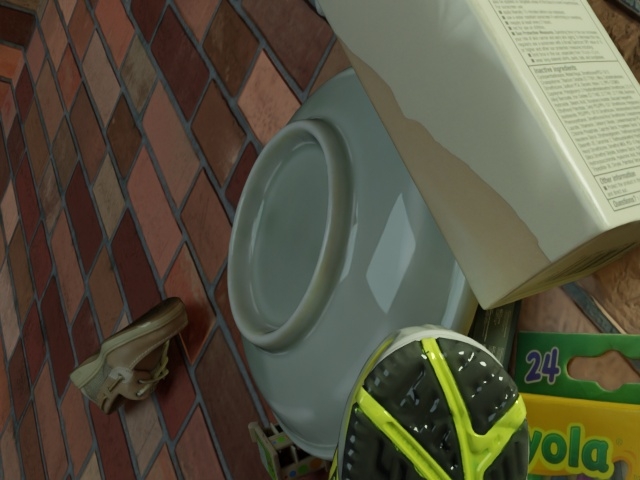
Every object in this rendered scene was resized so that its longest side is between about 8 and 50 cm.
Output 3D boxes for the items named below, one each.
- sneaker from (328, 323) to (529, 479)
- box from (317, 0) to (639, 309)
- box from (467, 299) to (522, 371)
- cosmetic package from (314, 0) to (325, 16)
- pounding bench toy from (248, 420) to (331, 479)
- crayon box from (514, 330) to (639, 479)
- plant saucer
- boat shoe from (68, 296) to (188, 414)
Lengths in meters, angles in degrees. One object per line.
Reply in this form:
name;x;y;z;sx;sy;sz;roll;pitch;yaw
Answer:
sneaker;0.061;0.243;0.647;0.147;0.145;0.384;-70;-8;-82
box;0.125;-0.122;0.688;0.121;0.148;0.311;-42;67;44
box;0.101;0.055;0.846;0.175;0.051;0.220;8;86;59
cosmetic package;0.166;-0.392;0.795;0.453;0.162;0.230;-40;48;44
pounding bench toy;-0.032;0.206;0.984;0.083;0.065;0.052;43;148;54
crayon box;0.167;0.219;0.657;0.203;0.083;0.322;-6;74;56
plant saucer;0.000;0.000;0.886;0.400;0.101;0.400;-36;48;52
boat shoe;-0.257;0.170;1.337;0.098;0.109;0.302;54;136;0
